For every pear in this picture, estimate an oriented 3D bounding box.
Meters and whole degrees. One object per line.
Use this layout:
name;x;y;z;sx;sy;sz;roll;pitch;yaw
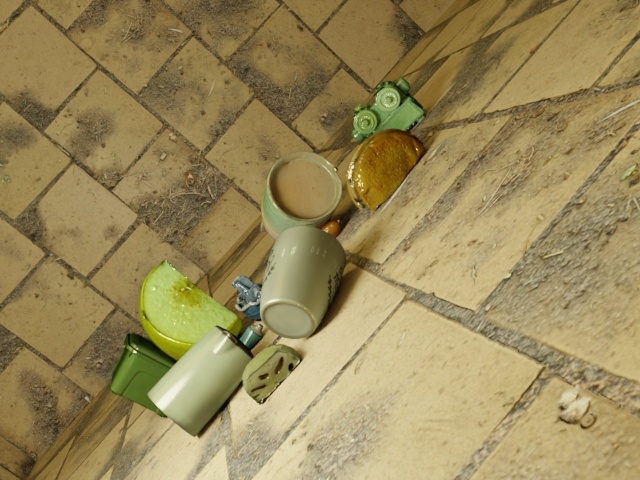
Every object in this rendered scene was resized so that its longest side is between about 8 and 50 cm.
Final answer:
pear;-0.435;0.276;2.070;0.238;0.342;0.318;-48;-16;-24

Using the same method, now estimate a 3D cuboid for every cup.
cup;-0.056;0.134;1.550;0.234;0.187;0.258;-72;-3;-46

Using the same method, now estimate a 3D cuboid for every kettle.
kettle;-0.294;0.357;1.659;0.255;0.165;0.240;-50;-16;-14

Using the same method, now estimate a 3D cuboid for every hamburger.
hamburger;0.174;-0.232;1.881;0.283;0.157;0.144;-52;12;-12

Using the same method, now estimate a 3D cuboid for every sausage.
sausage;0.000;0.000;1.989;0.183;0.054;0.062;-44;-27;16

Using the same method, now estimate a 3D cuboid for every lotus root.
lotus root;-0.124;0.287;1.457;0.143;0.070;0.144;-49;12;-9

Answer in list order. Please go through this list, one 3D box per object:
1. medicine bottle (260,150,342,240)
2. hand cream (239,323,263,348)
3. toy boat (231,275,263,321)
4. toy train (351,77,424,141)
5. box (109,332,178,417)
medicine bottle;-0.077;-0.108;2.106;0.235;0.236;0.406;-52;-4;-19
hand cream;-0.238;0.322;1.831;0.224;0.048;0.083;-50;14;13
toy boat;-0.202;0.167;1.947;0.129;0.142;0.309;-49;11;-19
toy train;0.235;-0.445;2.278;0.271;0.188;0.159;-46;12;19
box;-0.562;0.440;2.101;0.177;0.253;0.329;-59;13;-11
